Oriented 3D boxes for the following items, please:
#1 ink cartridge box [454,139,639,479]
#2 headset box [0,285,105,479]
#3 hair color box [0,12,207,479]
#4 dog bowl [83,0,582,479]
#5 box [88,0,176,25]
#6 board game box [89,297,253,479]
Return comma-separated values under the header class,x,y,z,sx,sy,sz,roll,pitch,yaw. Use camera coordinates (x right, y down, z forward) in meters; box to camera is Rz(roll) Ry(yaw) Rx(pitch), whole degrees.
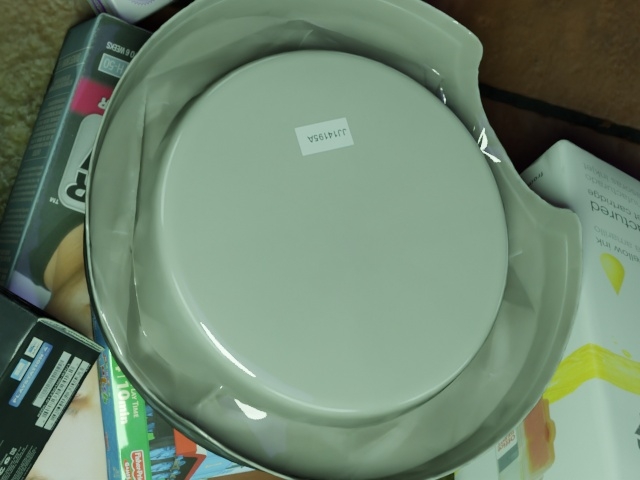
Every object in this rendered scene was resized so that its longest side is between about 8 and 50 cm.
class,x,y,z,sx,sy,sz,roll,pitch,yaw
ink cartridge box,0.247,0.154,1.289,0.279,0.160,0.385,27,38,-24
headset box,-0.333,0.096,1.160,0.283,0.131,0.246,30,84,17
hair color box,-0.147,0.046,1.298,0.185,0.113,0.375,20,84,-19
dog bowl,0.000,0.000,1.200,0.348,0.102,0.349,6,73,-21
box,-0.204,-0.306,1.305,0.067,0.063,0.324,-32,100,-16
board game box,-0.052,0.080,1.255,0.211,0.039,0.160,-7,93,-24
